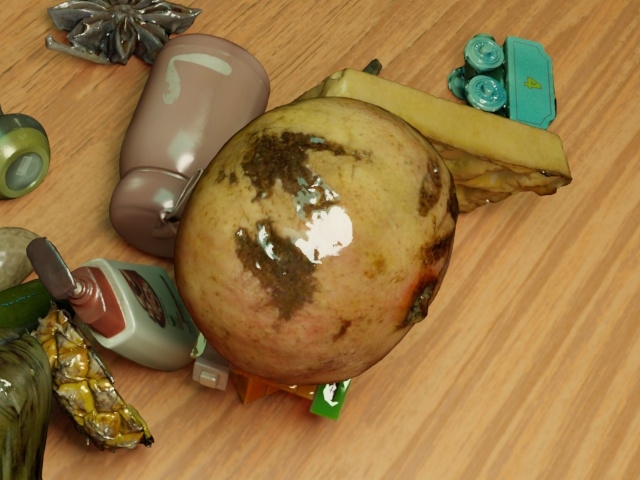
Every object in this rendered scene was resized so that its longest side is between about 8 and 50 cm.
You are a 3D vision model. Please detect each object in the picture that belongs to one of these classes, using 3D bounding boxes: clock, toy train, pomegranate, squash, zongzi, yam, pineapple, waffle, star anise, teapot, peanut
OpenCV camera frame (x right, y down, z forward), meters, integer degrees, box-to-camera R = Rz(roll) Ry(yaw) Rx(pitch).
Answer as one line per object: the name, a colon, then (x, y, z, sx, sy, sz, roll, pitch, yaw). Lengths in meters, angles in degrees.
clock: (-0.042, 0.079, 1.351, 0.235, 0.166, 0.310, 19, 53, 3)
toy train: (0.277, -0.223, 1.599, 0.154, 0.107, 0.198, 10, 60, -11)
pomegranate: (0.000, 0.000, 1.129, 0.322, 0.322, 0.322, 3, 61, -6)
squash: (-0.407, 0.105, 1.246, 0.087, 0.087, 0.331, 44, 23, 16)
zongzi: (-0.331, 0.302, 1.134, 0.360, 0.160, 0.323, 41, 107, 6)
yam: (0.029, -0.195, 1.592, 0.027, 0.029, 0.234, 18, 58, 34)
pineapple: (-0.280, 0.173, 1.241, 0.076, 0.225, 0.225, -34, 71, -16)
waffle: (0.112, -0.117, 1.369, 0.348, 0.304, 0.078, 14, 76, -21)
star anise: (-0.309, -0.324, 1.580, 0.230, 0.081, 0.262, 38, 52, 12)
teapot: (-0.449, -0.107, 1.429, 0.119, 0.130, 0.166, 35, 93, 28)
peanut: (-0.470, 0.028, 1.361, 0.227, 0.086, 0.104, -2, 51, -11)

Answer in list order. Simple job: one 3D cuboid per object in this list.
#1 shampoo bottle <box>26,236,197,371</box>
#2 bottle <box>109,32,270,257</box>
shampoo bottle: (-0.247, 0.071, 1.261, 0.071, 0.284, 0.153, -30, 68, 8)
bottle: (-0.176, -0.128, 1.423, 0.173, 0.206, 0.297, 36, 56, -30)
